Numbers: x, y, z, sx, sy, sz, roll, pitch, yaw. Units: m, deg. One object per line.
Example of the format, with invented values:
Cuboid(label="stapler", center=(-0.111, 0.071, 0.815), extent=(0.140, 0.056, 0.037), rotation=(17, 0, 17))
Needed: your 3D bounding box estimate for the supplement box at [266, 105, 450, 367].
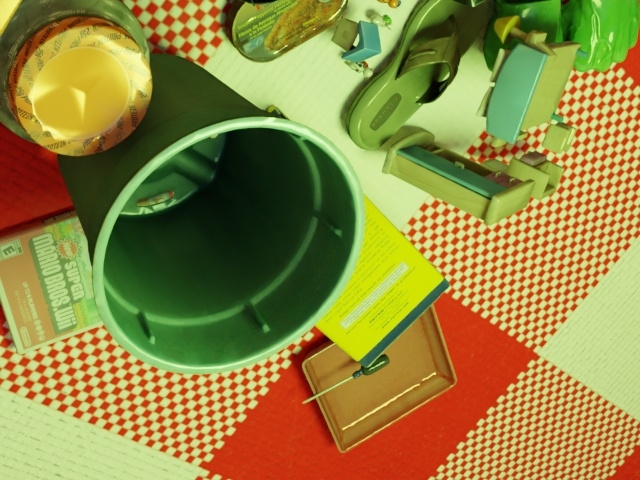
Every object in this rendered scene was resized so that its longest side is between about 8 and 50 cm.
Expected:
Cuboid(label="supplement box", center=(0.000, 0.000, 1.760), extent=(0.195, 0.194, 0.356), rotation=(-45, 131, 2))

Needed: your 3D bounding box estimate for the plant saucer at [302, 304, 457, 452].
Cuboid(label="plant saucer", center=(0.103, 0.227, 2.066), extent=(0.258, 0.048, 0.259), rotation=(-30, 131, -10))

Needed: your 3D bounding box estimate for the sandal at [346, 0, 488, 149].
Cuboid(label="sandal", center=(0.161, -0.255, 1.755), extent=(0.120, 0.086, 0.303), rotation=(29, 100, -40))

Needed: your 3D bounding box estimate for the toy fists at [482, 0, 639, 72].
Cuboid(label="toy fists", center=(0.384, -0.332, 1.836), extent=(0.279, 0.096, 0.142), rotation=(-14, 118, -20))

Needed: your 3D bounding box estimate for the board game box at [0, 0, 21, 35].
Cuboid(label="board game box", center=(-0.512, -0.334, 1.136), extent=(0.356, 0.356, 0.356), rotation=(26, 105, -39))

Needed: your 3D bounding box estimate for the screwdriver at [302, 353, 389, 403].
Cuboid(label="screwdriver", center=(0.045, 0.244, 1.996), extent=(0.170, 0.025, 0.024), rotation=(-30, 130, -11))

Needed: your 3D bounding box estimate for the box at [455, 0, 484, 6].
Cuboid(label="box", center=(0.297, -0.521, 1.642), extent=(0.322, 0.079, 0.257), rotation=(-29, 121, -11))

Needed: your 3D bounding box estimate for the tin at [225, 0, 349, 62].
Cuboid(label="tin", center=(-0.046, -0.327, 1.624), extent=(0.190, 0.040, 0.106), rotation=(-32, 134, -9))

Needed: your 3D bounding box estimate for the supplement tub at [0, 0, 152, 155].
Cuboid(label="supplement tub", center=(-0.318, -0.232, 1.341), extent=(0.194, 0.316, 0.193), rotation=(-15, 127, -22))

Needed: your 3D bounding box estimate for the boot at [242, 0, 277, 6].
Cuboid(label="boot", center=(-0.114, -0.355, 1.518), extent=(0.219, 0.106, 0.082), rotation=(-19, 127, -19))

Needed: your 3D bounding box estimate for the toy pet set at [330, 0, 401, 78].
Cuboid(label="toy pet set", center=(0.079, -0.294, 1.677), extent=(0.114, 0.065, 0.122), rotation=(1, 121, -53))

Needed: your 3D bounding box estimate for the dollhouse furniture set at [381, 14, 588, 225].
Cuboid(label="dollhouse furniture set", center=(0.274, -0.220, 1.775), extent=(0.286, 0.198, 0.303), rotation=(-23, 136, -54))

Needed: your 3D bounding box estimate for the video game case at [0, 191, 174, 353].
Cuboid(label="video game case", center=(-0.334, 0.039, 1.702), extent=(0.285, 0.025, 0.204), rotation=(-20, 128, -18))

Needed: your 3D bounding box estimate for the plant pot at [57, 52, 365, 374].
Cuboid(label="plant pot", center=(-0.170, -0.062, 1.462), extent=(0.341, 0.334, 0.341), rotation=(-14, 124, -22))
